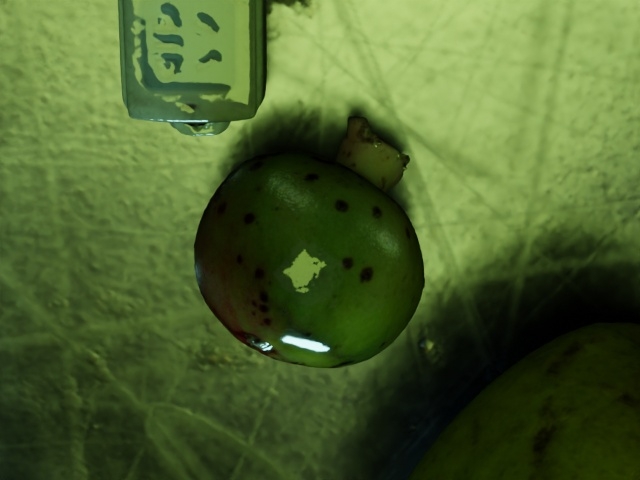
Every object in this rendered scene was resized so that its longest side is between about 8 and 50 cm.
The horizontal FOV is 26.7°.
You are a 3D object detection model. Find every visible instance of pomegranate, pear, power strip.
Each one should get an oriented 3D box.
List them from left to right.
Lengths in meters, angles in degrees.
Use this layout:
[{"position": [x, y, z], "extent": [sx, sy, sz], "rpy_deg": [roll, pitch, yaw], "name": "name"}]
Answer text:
[{"position": [-0.067, -0.180, 0.686], "extent": [0.078, 0.052, 0.272], "rpy_deg": [1, 109, 1], "name": "power strip"}, {"position": [-0.005, 0.006, 0.722], "extent": [0.130, 0.130, 0.130], "rpy_deg": [1, 109, 2], "name": "pomegranate"}, {"position": [0.149, 0.203, 0.714], "extent": [0.253, 0.253, 0.307], "rpy_deg": [23, 98, -6], "name": "pear"}]
